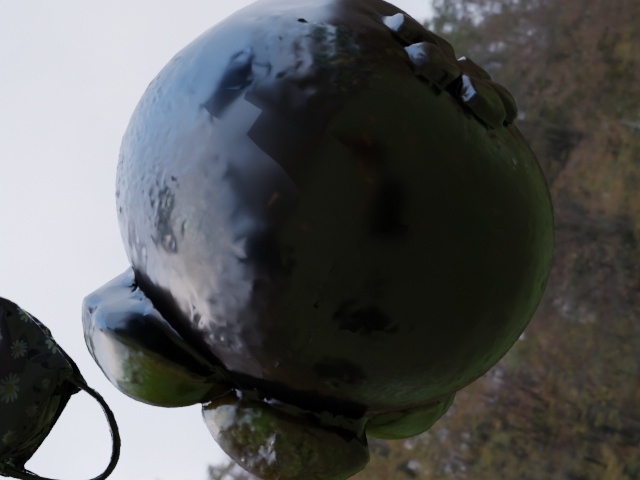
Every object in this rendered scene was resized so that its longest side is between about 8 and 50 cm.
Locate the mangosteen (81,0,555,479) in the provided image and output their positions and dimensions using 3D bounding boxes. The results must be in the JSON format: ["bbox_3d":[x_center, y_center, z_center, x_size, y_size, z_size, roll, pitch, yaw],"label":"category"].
[{"bbox_3d":[0.000,0.000,0.569,0.243,0.243,0.243,-47,-34,-45],"label":"mangosteen"}]

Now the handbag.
[{"bbox_3d":[-0.197,0.121,0.773,0.115,0.139,0.072,-55,-11,-15],"label":"handbag"}]
